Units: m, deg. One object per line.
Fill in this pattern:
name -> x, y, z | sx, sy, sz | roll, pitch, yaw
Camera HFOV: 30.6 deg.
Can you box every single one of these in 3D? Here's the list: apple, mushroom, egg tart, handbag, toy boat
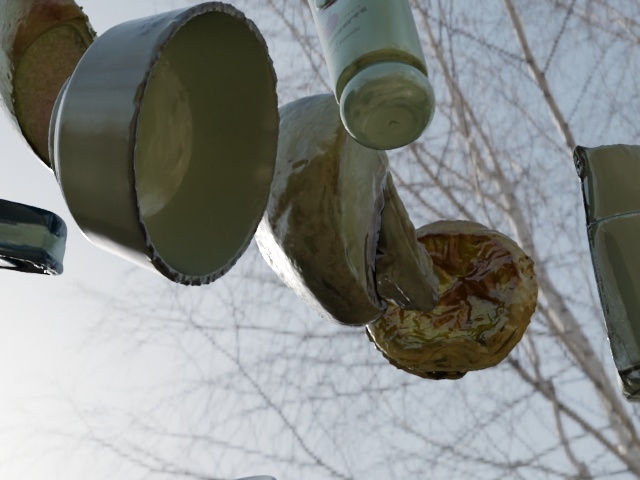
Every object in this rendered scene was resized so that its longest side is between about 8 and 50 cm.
apple -> -0.273, -0.165, 1.189 | 0.120, 0.193, 0.265 | -27, -40, -12
mushroom -> -0.009, -0.003, 1.398 | 0.217, 0.212, 0.292 | -6, -44, 32
egg tart -> 0.173, 0.086, 1.555 | 0.241, 0.241, 0.106 | -12, -35, 10
handbag -> 0.354, -0.003, 1.075 | 0.241, 0.315, 0.109 | 2, -25, -10
toy boat -> -0.401, -0.021, 1.181 | 0.299, 0.061, 0.096 | 10, -11, 8

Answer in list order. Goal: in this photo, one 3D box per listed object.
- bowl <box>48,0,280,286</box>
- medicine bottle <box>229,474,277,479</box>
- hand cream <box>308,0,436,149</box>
bowl -> -0.124, -0.074, 0.873 | 0.112, 0.211, 0.211 | 7, -46, 25
medicine bottle -> -0.081, 0.408, 1.270 | 0.165, 0.165, 0.273 | -18, -90, 14
hand cream -> 0.049, -0.220, 1.200 | 0.093, 0.305, 0.147 | 21, -51, -29
